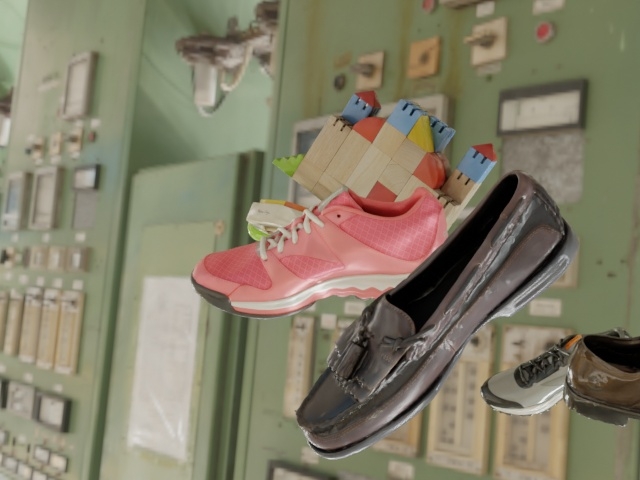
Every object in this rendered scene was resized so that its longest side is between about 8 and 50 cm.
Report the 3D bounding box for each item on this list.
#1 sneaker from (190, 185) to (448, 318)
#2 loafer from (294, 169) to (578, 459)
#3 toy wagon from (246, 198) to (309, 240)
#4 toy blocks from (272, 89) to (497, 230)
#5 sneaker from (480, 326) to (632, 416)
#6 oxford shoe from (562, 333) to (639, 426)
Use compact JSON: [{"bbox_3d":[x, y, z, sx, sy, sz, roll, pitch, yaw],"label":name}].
[{"bbox_3d":[0.000,0.000,1.064,0.313,0.136,0.116,-6,-154,-2],"label":"sneaker"},{"bbox_3d":[0.087,0.057,0.787,0.095,0.302,0.109,53,173,-32],"label":"loafer"},{"bbox_3d":[0.022,0.014,1.774,0.344,0.068,0.267,25,172,-31],"label":"toy wagon"},{"bbox_3d":[0.139,-0.140,1.673,0.381,0.261,0.190,38,-162,15],"label":"toy blocks"},{"bbox_3d":[0.396,0.211,1.516,0.271,0.108,0.100,-18,-148,7],"label":"sneaker"},{"bbox_3d":[0.359,0.138,0.890,0.227,0.096,0.083,6,-149,13],"label":"oxford shoe"}]
